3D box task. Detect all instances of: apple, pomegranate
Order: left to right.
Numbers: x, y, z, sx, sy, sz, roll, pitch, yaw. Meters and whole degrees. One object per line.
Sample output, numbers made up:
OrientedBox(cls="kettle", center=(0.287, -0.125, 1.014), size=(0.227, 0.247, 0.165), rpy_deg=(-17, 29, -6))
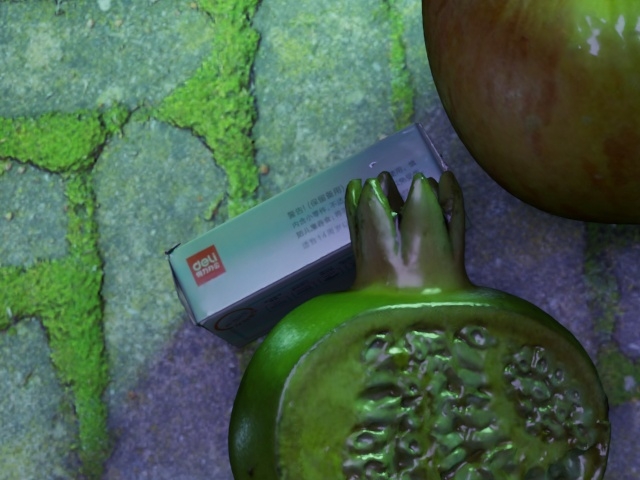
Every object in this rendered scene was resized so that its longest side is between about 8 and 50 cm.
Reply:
OrientedBox(cls="pomegranate", center=(0.070, 0.120, 1.188), size=(0.309, 0.216, 0.359), rpy_deg=(-4, 89, -10))
OrientedBox(cls="apple", center=(0.283, -0.193, 1.189), size=(0.400, 0.333, 0.400), rpy_deg=(-12, 56, 19))

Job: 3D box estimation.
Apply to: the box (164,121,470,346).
OrientedBox(cls="box", center=(0.000, 0.000, 1.294), size=(0.269, 0.135, 0.079), rpy_deg=(-28, 71, 5))
